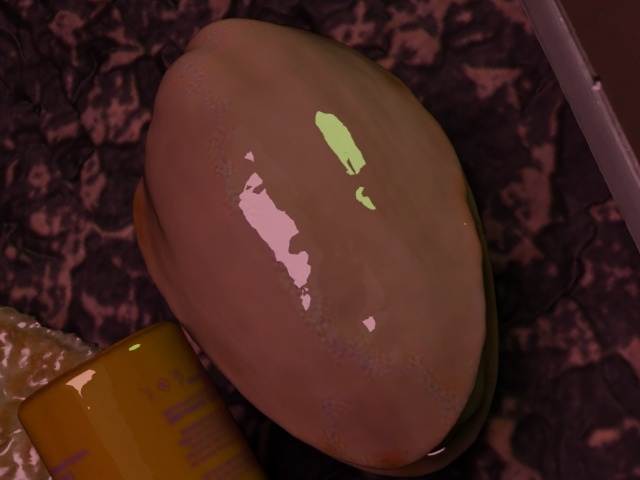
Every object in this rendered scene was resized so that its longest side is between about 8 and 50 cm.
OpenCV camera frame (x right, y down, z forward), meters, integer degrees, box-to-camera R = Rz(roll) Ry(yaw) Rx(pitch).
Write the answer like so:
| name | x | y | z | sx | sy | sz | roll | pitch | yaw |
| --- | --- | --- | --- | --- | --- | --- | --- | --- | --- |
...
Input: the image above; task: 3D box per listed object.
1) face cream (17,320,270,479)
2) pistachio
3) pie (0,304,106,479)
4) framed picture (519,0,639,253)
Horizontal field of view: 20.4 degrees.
| name | x | y | z | sx | sy | sz | roll | pitch | yaw |
| --- | --- | --- | --- | --- | --- | --- | --- | --- | --- |
| face cream | -0.026 | 0.168 | 0.734 | 0.078 | 0.078 | 0.273 | -31 | 87 | 16 |
| pistachio | 0.000 | 0.000 | 0.765 | 0.144 | 0.144 | 0.215 | -36 | 75 | 14 |
| pie | -0.185 | 0.122 | 0.847 | 0.248 | 0.090 | 0.201 | 22 | 87 | 24 |
| framed picture | 0.207 | -0.102 | 0.678 | 0.296 | 0.019 | 0.232 | -46 | 55 | 42 |
